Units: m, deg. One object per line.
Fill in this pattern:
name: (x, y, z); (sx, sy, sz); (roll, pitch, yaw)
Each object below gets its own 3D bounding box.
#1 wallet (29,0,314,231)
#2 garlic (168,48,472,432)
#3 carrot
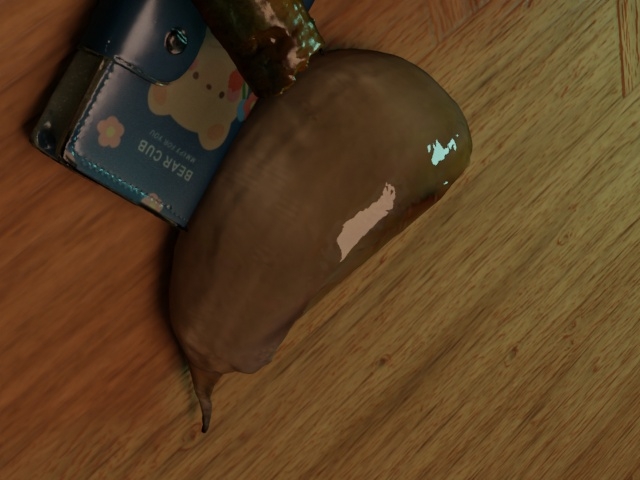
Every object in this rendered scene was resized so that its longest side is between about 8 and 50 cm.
wallet: (-0.091, -0.120, 0.682); (0.141, 0.059, 0.202); (32, 87, -51)
garlic: (-0.011, 0.004, 0.791); (0.338, 0.151, 0.196); (-54, 154, -6)
carrot: (-0.074, -0.203, 0.582); (0.070, 0.070, 0.260); (-39, 111, -24)
